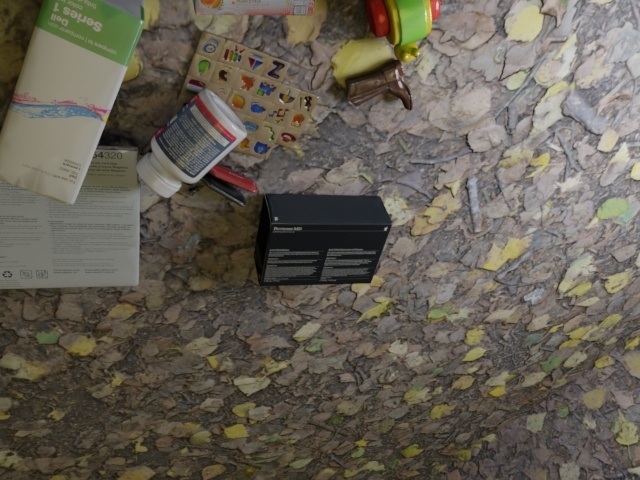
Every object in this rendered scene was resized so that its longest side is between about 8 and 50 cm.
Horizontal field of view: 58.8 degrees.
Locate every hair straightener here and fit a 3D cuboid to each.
[{"bbox_3d":[-0.238,-0.114,1.082,0.230,0.047,0.089,20,123,-32],"label":"hair straightener"}]

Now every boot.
[{"bbox_3d":[0.107,-0.268,1.053,0.114,0.037,0.106,-25,122,2],"label":"boot"}]

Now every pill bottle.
[{"bbox_3d":[-0.225,-0.161,0.974,0.180,0.108,0.108,-40,131,10],"label":"pill bottle"}]

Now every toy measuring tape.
[{"bbox_3d":[0.118,-0.415,0.865,0.121,0.121,0.330,-18,135,0],"label":"toy measuring tape"}]

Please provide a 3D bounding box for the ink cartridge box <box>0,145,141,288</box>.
[{"bbox_3d":[-0.501,-0.050,1.045,0.324,0.071,0.330,1,127,-18],"label":"ink cartridge box"}]

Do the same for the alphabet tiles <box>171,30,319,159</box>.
[{"bbox_3d":[-0.130,-0.245,1.021,0.237,0.009,0.198,12,127,-27],"label":"alphabet tiles"}]

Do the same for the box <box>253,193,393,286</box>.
[{"bbox_3d":[0.000,0.000,1.228,0.261,0.103,0.184,0,135,-17],"label":"box"}]

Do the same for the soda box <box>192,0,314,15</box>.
[{"bbox_3d":[-0.102,-0.381,0.862,0.183,0.063,0.058,-5,133,-14],"label":"soda box"}]

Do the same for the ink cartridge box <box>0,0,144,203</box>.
[{"bbox_3d":[-0.352,-0.223,0.798,0.117,0.201,0.278,20,112,-27],"label":"ink cartridge box"}]
